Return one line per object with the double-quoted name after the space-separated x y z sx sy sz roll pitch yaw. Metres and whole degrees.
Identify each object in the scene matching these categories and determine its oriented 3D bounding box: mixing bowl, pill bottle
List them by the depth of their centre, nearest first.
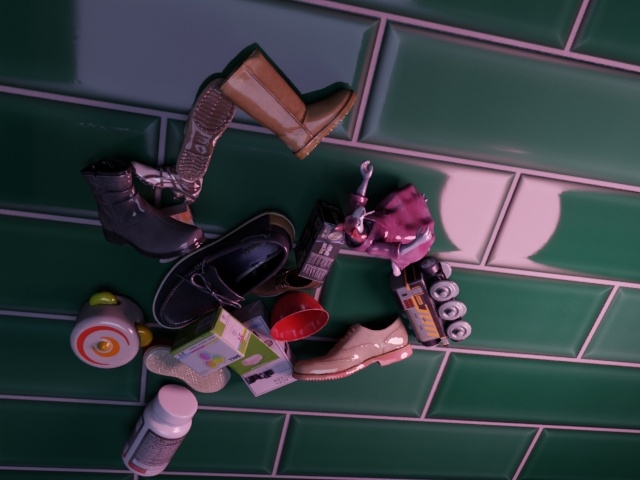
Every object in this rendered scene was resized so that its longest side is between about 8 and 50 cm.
-0.076 0.218 1.697 0.182 0.098 0.181 -15 145 -11 "mixing bowl"
-0.521 0.617 1.835 0.161 0.161 0.283 25 113 -20 "pill bottle"

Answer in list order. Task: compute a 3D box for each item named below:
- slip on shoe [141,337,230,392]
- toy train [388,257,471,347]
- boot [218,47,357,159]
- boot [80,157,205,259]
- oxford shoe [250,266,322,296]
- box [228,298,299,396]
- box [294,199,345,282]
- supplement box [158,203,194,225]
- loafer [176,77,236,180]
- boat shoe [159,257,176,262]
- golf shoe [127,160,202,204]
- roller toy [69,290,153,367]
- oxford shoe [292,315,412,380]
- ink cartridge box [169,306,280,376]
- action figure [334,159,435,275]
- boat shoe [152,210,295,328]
-0.414 0.385 1.757 0.331 0.101 0.123 33 94 -40 "slip on shoe"
0.344 0.201 1.752 0.190 0.142 0.333 -18 122 16 "toy train"
-0.072 -0.364 1.381 0.269 0.089 0.236 43 88 -22 "boot"
-0.456 -0.084 1.403 0.339 0.118 0.222 8 125 25 "boot"
-0.113 0.113 1.635 0.228 0.096 0.082 -11 77 10 "oxford shoe"
-0.196 0.343 1.772 0.169 0.087 0.289 -23 120 5 "box"
0.000 0.000 1.575 0.078 0.147 0.180 19 114 -17 "box"
-0.401 -0.061 1.535 0.099 0.036 0.062 -15 143 0 "supplement box"
-0.295 -0.282 1.411 0.102 0.092 0.268 24 96 -28 "loafer"
-0.409 0.019 1.589 0.125 0.038 0.046 -36 160 18 "boat shoe"
-0.403 -0.174 1.470 0.198 0.077 0.093 26 101 -28 "golf shoe"
-0.616 0.269 1.636 0.191 0.146 0.209 -43 117 16 "roller toy"
0.091 0.341 1.788 0.398 0.140 0.146 -13 93 -17 "oxford shoe"
-0.271 0.330 1.627 0.189 0.097 0.255 -31 118 30 "ink cartridge box"
0.146 -0.040 1.498 0.370 0.248 0.276 -9 153 -47 "action figure"
-0.283 0.104 1.590 0.500 0.156 0.186 -34 120 13 "boat shoe"
